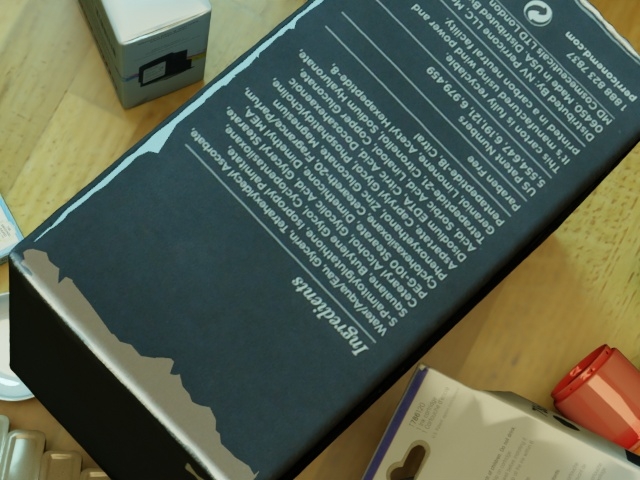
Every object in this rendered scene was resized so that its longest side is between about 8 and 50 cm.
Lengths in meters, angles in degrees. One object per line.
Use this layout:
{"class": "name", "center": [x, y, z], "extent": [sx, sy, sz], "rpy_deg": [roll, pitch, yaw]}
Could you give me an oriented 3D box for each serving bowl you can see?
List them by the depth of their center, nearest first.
{"class": "serving bowl", "center": [-0.231, 0.082, 1.369], "extent": [0.083, 0.027, 0.083], "rpy_deg": [1, 80, -3]}

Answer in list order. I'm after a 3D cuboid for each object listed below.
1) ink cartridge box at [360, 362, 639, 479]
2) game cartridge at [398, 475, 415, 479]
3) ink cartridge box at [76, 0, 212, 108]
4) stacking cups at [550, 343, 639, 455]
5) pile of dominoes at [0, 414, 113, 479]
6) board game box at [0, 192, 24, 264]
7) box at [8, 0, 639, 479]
{"class": "ink cartridge box", "center": [0.184, 0.223, 1.265], "extent": [0.333, 0.065, 0.165], "rpy_deg": [28, 98, 3]}
{"class": "game cartridge", "center": [0.128, 0.343, 1.327], "extent": [0.230, 0.068, 0.355], "rpy_deg": [-12, 81, -9]}
{"class": "ink cartridge box", "center": [-0.139, -0.188, 1.347], "extent": [0.072, 0.175, 0.127], "rpy_deg": [-22, 82, -9]}
{"class": "stacking cups", "center": [0.298, 0.209, 1.319], "extent": [0.096, 0.096, 0.316], "rpy_deg": [-44, 92, -9]}
{"class": "pile of dominoes", "center": [-0.273, 0.212, 1.302], "extent": [0.251, 0.040, 0.196], "rpy_deg": [22, 56, 16]}
{"class": "board game box", "center": [-0.305, -0.037, 1.387], "extent": [0.103, 0.026, 0.154], "rpy_deg": [-27, 82, -7]}
{"class": "box", "center": [0.000, 0.000, 1.231], "extent": [0.395, 0.293, 0.212], "rpy_deg": [-42, 84, -19]}
